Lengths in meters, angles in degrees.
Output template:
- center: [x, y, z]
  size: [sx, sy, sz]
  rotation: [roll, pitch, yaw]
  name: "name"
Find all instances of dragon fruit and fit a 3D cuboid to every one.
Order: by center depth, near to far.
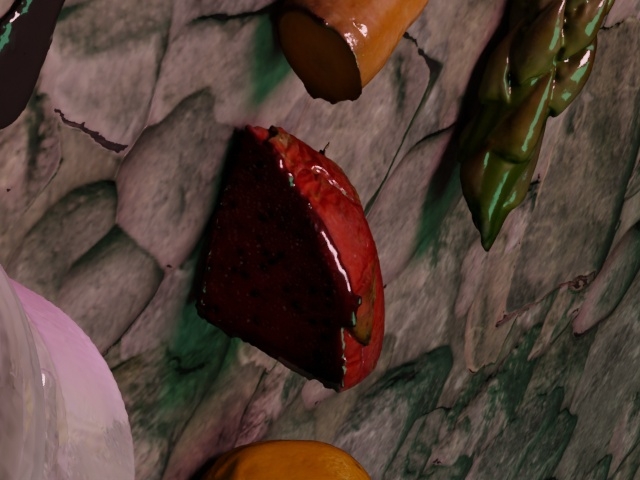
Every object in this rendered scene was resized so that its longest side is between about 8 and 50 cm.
- center: [0.002, 0.001, 1.271]
  size: [0.127, 0.120, 0.161]
  rotation: [-37, 144, -53]
  name: "dragon fruit"

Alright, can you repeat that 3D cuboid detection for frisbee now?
- center: [-0.102, -0.165, 0.989]
  size: [0.187, 0.012, 0.211]
  rotation: [-31, 143, -49]
  name: "frisbee"

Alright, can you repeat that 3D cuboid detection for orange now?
- center: [-0.031, 0.212, 1.427]
  size: [0.159, 0.136, 0.159]
  rotation: [-45, -161, 20]
  name: "orange"

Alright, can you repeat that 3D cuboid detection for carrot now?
- center: [0.049, -0.175, 1.230]
  size: [0.205, 0.072, 0.072]
  rotation: [-53, 157, -31]
  name: "carrot"

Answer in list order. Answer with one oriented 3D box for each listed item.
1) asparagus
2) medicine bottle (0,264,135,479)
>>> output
- center: [0.160, -0.129, 1.492]
  size: [0.080, 0.080, 0.287]
  rotation: [-7, 127, -62]
  name: "asparagus"
- center: [-0.218, 0.078, 0.753]
  size: [0.241, 0.241, 0.302]
  rotation: [-58, 157, -2]
  name: "medicine bottle"
